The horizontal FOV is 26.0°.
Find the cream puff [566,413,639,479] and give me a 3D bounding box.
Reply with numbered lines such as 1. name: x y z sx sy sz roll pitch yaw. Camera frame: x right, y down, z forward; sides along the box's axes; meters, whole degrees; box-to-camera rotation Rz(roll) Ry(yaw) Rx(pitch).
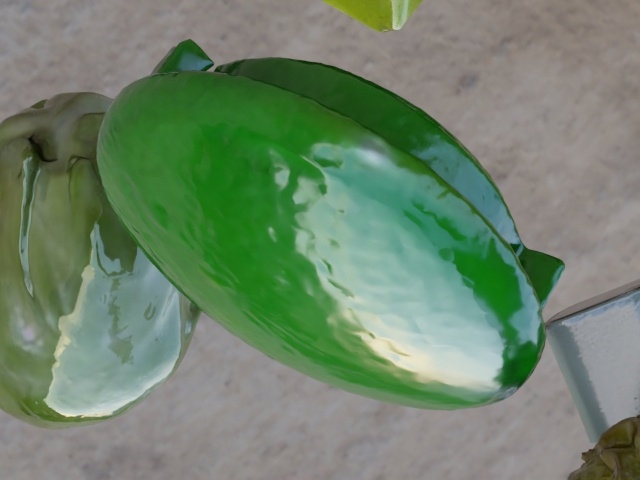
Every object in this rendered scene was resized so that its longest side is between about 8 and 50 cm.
1. cream puff: 0.174 0.157 0.674 0.121 0.156 0.156 -38 153 30

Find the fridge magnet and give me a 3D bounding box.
1. fridge magnet: 0.000 0.000 0.582 0.088 0.208 0.208 -58 153 -26

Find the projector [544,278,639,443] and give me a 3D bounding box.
1. projector: 0.197 0.072 0.874 0.083 0.082 0.083 -24 177 20

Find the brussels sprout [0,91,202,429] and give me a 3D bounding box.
1. brussels sprout: -0.238 0.024 1.335 0.247 0.328 0.328 9 119 -52

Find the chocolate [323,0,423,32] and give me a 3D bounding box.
1. chocolate: 0.053 -0.339 0.906 0.289 0.137 0.301 -56 153 -43
